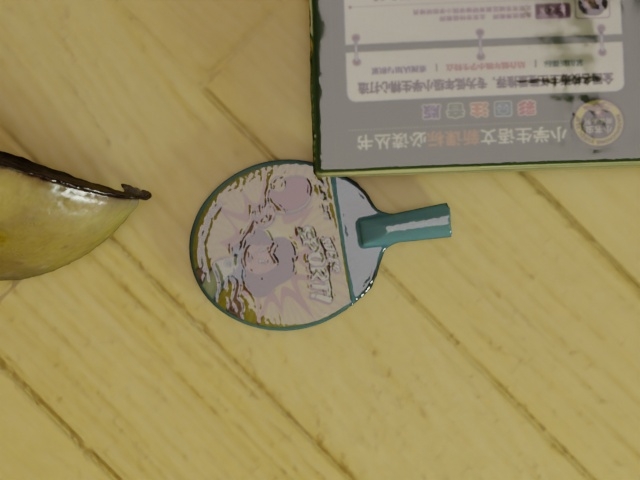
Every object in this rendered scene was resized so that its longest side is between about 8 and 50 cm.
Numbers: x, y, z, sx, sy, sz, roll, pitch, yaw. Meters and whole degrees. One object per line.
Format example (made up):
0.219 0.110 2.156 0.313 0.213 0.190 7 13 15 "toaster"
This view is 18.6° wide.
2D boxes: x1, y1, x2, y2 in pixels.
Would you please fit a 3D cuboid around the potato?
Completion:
-0.239 -0.020 1.100 0.261 0.120 0.100 20 97 0 "potato"

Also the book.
0.092 -0.171 1.132 0.202 0.027 0.264 -2 88 -1 "book"

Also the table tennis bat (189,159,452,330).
0.000 0.000 1.146 0.155 0.019 0.100 -8 89 2 "table tennis bat"
